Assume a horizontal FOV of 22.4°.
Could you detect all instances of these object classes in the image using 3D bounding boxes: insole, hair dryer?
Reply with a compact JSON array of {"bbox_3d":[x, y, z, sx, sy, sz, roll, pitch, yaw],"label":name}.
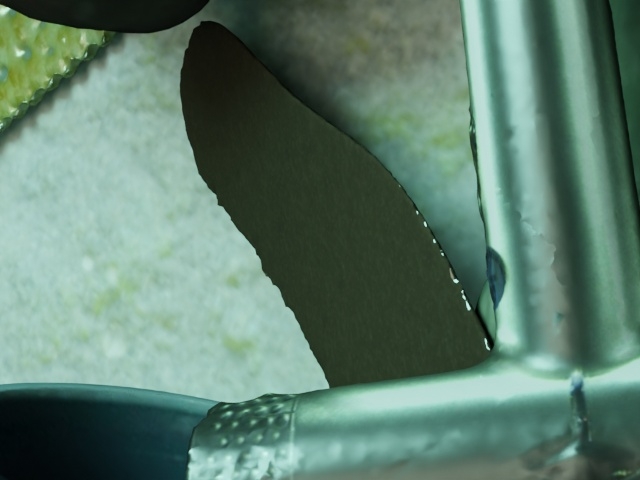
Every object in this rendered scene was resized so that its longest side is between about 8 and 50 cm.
[{"bbox_3d":[0.000,0.000,0.642,0.328,0.007,0.111,-127,40,-50],"label":"insole"},{"bbox_3d":[0.123,-0.030,0.430,0.320,0.156,0.284,1,95,12],"label":"hair dryer"}]

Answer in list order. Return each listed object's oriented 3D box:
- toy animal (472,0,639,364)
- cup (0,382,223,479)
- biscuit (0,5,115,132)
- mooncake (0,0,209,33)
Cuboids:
[{"bbox_3d":[0.124,-0.044,0.555,0.138,0.108,0.236,14,92,39],"label":"toy animal"},{"bbox_3d":[-0.092,0.231,0.615,0.331,0.257,0.311,20,101,37],"label":"cup"},{"bbox_3d":[-0.125,-0.160,0.821,0.231,0.016,0.139,-35,66,32],"label":"biscuit"},{"bbox_3d":[-0.075,-0.237,0.673,0.306,0.154,0.306,-12,70,37],"label":"mooncake"}]
